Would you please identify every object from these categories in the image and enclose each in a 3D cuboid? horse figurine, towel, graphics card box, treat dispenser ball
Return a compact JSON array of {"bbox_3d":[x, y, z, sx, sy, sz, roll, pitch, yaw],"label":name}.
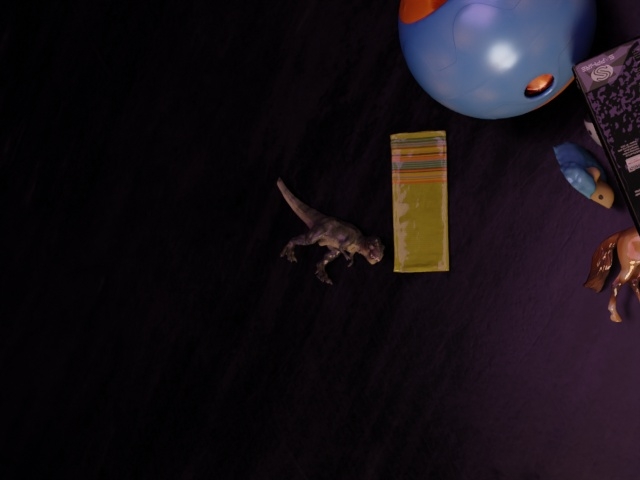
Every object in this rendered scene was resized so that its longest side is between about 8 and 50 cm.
[{"bbox_3d":[0.505,0.032,1.360,0.263,0.066,0.174,1,95,28],"label":"horse figurine"},{"bbox_3d":[0.165,-0.066,1.592,0.102,0.021,0.237,-3,86,31],"label":"towel"},{"bbox_3d":[0.507,-0.108,1.247,0.233,0.094,0.370,-23,93,17],"label":"graphics card box"},{"bbox_3d":[0.259,-0.324,1.398,0.288,0.288,0.288,-2,86,31],"label":"treat dispenser ball"}]

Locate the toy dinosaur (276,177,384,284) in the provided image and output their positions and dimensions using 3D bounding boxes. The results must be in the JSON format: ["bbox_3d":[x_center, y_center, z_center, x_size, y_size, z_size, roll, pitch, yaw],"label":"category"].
[{"bbox_3d":[0.000,0.000,1.667,0.268,0.064,0.118,32,97,30],"label":"toy dinosaur"}]

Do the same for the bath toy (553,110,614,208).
[{"bbox_3d":[0.487,-0.207,1.349,0.348,0.129,0.151,-50,65,18],"label":"bath toy"}]
